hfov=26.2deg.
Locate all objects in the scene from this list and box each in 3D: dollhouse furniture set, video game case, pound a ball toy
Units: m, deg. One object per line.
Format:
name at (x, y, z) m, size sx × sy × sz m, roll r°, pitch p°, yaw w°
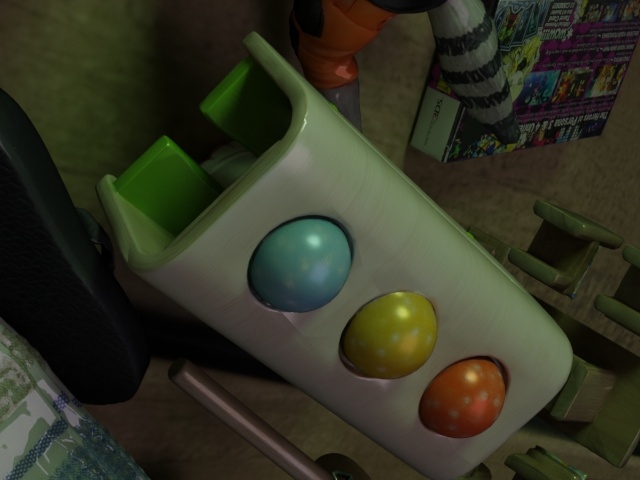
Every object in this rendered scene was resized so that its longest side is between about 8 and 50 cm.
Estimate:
dollhouse furniture set at (0.151, 0.077, 1.037) m, size 0.161 × 0.242 × 0.212 m, roll 15°, pitch 104°, yaw -56°
video game case at (0.179, -0.171, 1.056) m, size 0.232 × 0.042 × 0.210 m, roll -13°, pitch 126°, yaw -47°
pound a ball toy at (0.006, 0.065, 0.791) m, size 0.208 × 0.136 × 0.319 m, roll -43°, pitch 130°, yaw 7°

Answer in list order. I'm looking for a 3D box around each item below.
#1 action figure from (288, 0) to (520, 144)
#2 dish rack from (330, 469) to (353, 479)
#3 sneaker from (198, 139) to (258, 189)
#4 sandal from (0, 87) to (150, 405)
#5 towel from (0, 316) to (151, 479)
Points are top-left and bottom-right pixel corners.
action figure at (0.092, -0.205, 0.772) m, size 0.341 × 0.178 × 0.330 m, roll -34°, pitch 160°, yaw -10°
dish rack at (-0.004, 0.221, 0.777) m, size 0.208 × 0.074 × 0.271 m, roll -40°, pitch 152°, yaw 7°
sneaker at (0.000, 0.000, 0.895) m, size 0.252 × 0.111 × 0.103 m, roll -8°, pitch 122°, yaw -50°
sandal at (-0.146, 0.004, 0.733) m, size 0.254 × 0.097 × 0.054 m, roll 79°, pitch 25°, yaw -47°
towel at (-0.197, 0.160, 0.725) m, size 0.209 × 0.034 × 0.285 m, roll -49°, pitch 119°, yaw -24°
